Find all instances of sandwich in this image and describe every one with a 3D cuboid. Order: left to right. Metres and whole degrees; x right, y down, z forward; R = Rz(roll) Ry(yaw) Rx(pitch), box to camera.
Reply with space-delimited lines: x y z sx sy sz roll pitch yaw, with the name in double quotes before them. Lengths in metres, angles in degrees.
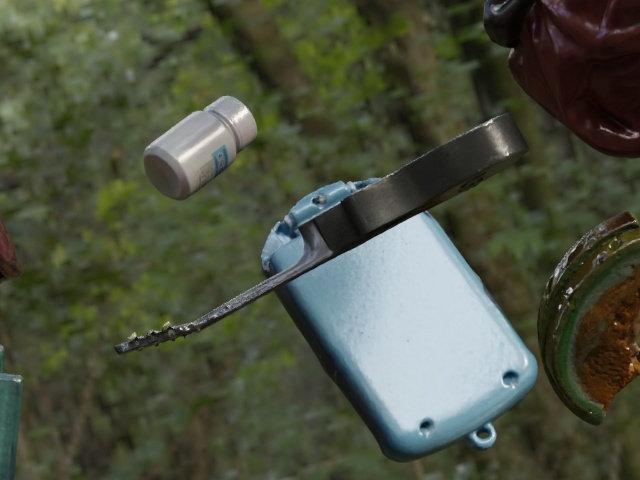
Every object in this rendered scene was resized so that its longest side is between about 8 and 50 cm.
"sandwich" 0.158 0.048 1.053 0.067 0.135 0.029 3 26 -9

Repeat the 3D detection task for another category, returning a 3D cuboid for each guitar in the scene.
"guitar" 0.000 0.000 0.939 0.233 0.025 0.088 -28 -3 -7

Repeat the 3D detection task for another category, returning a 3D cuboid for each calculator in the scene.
"calculator" 0.072 0.069 1.687 0.173 0.293 0.051 -28 -22 -17

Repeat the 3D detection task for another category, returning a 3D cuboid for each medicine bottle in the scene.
"medicine bottle" -0.095 -0.074 1.477 0.089 0.052 0.052 -40 10 -32

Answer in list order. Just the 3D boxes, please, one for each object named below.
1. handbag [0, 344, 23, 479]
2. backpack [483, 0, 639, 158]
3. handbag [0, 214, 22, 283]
"handbag" -0.300 0.182 0.973 0.269 0.274 0.100 5 15 -14
"backpack" 0.214 -0.158 1.073 0.229 0.139 0.229 -21 -44 -21
"handbag" -0.343 -0.017 1.532 0.135 0.146 0.225 -29 -18 -4
